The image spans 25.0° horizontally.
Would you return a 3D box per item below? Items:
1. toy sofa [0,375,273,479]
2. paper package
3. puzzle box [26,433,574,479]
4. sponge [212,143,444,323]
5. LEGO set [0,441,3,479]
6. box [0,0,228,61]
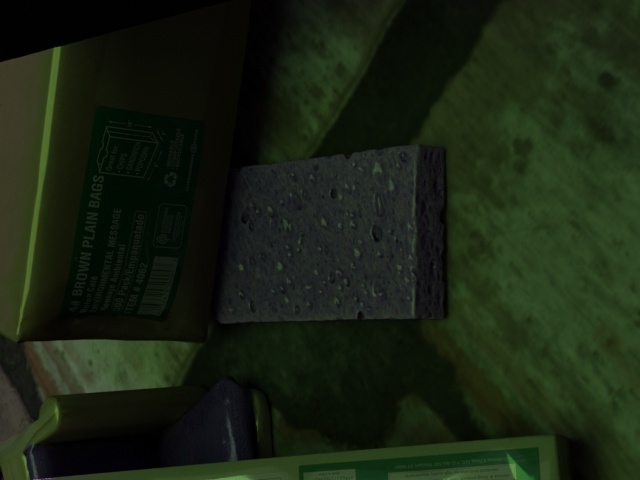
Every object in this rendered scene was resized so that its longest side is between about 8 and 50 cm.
[{"bbox_3d":[-0.109,0.285,1.043,0.177,0.150,0.362,-32,67,41],"label":"toy sofa"},{"bbox_3d":[-0.208,-0.108,1.121,0.309,0.168,0.324,18,101,51],"label":"paper package"},{"bbox_3d":[-0.033,0.274,0.903,0.409,0.052,0.272,-7,76,19],"label":"puzzle box"},{"bbox_3d":[0.000,0.000,1.025,0.210,0.031,0.117,-4,85,46],"label":"sponge"},{"bbox_3d":[-0.296,0.235,1.283,0.093,0.087,0.227,48,128,38],"label":"LEGO set"},{"bbox_3d":[-0.098,-0.320,0.891,0.179,0.343,0.312,98,151,-64],"label":"box"}]
